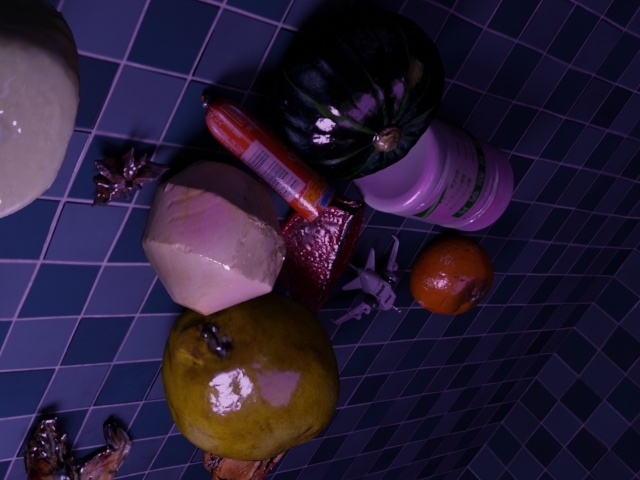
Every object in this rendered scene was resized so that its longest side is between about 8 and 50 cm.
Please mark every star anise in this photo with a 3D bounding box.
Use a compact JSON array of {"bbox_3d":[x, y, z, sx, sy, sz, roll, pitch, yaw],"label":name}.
[{"bbox_3d":[-0.305,-0.107,1.328,0.129,0.056,0.124,-16,149,-29],"label":"star anise"}]

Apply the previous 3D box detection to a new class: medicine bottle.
[{"bbox_3d":[0.236,-0.139,1.703,0.325,0.212,0.212,12,118,-49],"label":"medicine bottle"}]

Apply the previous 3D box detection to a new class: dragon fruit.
[{"bbox_3d":[0.000,0.000,1.683,0.189,0.163,0.262,14,120,-16],"label":"dragon fruit"}]

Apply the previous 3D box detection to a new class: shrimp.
[{"bbox_3d":[-0.504,0.448,1.727,0.233,0.071,0.365,-32,145,-31],"label":"shrimp"}]

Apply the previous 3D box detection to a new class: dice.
[{"bbox_3d":[-0.441,-0.181,0.945,0.252,0.250,0.254,-1,128,-45],"label":"dice"}]

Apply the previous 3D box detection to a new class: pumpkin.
[{"bbox_3d":[0.069,-0.239,1.409,0.315,0.238,0.315,-26,147,-19],"label":"pumpkin"}]

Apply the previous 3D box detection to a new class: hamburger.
[{"bbox_3d":[-0.192,0.525,2.079,0.231,0.107,0.231,-23,141,-20],"label":"hamburger"}]

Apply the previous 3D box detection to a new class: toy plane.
[{"bbox_3d":[0.134,0.120,1.973,0.251,0.101,0.255,-52,146,-7],"label":"toy plane"}]

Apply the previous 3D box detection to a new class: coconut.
[{"bbox_3d":[-0.178,0.002,1.396,0.259,0.259,0.259,-26,142,-23],"label":"coconut"}]

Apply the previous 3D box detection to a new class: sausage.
[{"bbox_3d":[-0.095,-0.143,1.354,0.074,0.274,0.074,-49,-175,6],"label":"sausage"}]

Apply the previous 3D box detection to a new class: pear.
[{"bbox_3d":[-0.140,0.261,1.654,0.352,0.352,0.413,-37,134,-9],"label":"pear"}]

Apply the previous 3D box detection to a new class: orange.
[{"bbox_3d":[0.333,0.093,2.083,0.224,0.170,0.224,-26,140,-24],"label":"orange"}]
